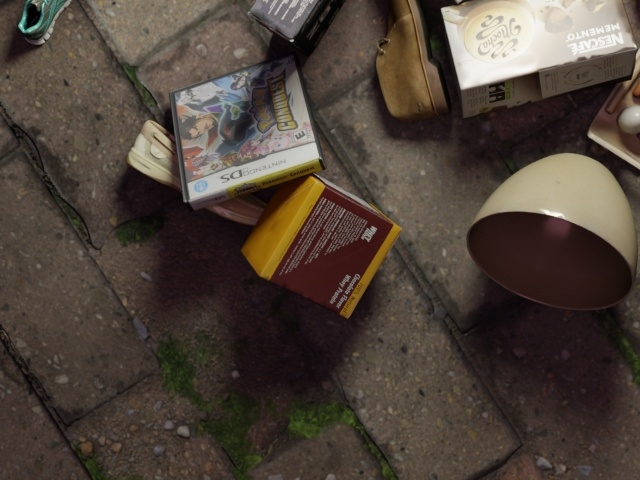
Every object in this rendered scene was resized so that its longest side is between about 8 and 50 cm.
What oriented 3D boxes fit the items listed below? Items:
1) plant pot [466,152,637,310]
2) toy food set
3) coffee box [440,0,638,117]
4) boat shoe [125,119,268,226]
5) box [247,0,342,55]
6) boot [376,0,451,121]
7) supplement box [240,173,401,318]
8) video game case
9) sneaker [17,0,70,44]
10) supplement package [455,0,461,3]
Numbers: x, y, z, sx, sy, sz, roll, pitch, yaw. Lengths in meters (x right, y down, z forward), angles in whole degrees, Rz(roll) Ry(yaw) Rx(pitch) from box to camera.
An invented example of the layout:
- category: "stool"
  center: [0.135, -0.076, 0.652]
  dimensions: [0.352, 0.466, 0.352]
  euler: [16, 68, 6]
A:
- category: "plant pot"
  center: [0.415, -0.037, 1.689]
  dimensions: [0.284, 0.284, 0.191]
  euler: [24, 62, 3]
- category: "toy food set"
  center: [0.638, -0.252, 1.708]
  dimensions: [0.219, 0.092, 0.306]
  euler: [33, 98, 2]
- category: "coffee box"
  center: [0.371, -0.337, 1.689]
  dimensions: [0.297, 0.119, 0.168]
  euler: [-12, 69, 7]
- category: "boat shoe"
  center: [-0.208, -0.120, 1.804]
  dimensions: [0.302, 0.109, 0.098]
  euler: [28, 99, 8]
- category: "box"
  center: [0.038, -0.504, 1.634]
  dimensions: [0.097, 0.318, 0.395]
  euler: [34, 97, 1]
- category: "boot"
  center: [0.140, -0.360, 1.749]
  dimensions: [0.115, 0.112, 0.305]
  euler: [-13, 96, 18]
- category: "supplement box"
  center: [0.000, 0.000, 1.742]
  dimensions: [0.194, 0.129, 0.191]
  euler: [27, 99, -27]
- category: "video game case"
  center: [-0.135, -0.197, 1.736]
  dimensions: [0.248, 0.035, 0.275]
  euler: [-17, 53, 6]
- category: "sneaker"
  center: [-0.507, -0.441, 1.816]
  dimensions: [0.065, 0.076, 0.166]
  euler: [25, 97, 2]
- category: "supplement package"
  center: [0.279, -0.547, 1.671]
  dimensions: [0.244, 0.134, 0.139]
  euler: [-36, 126, 8]
